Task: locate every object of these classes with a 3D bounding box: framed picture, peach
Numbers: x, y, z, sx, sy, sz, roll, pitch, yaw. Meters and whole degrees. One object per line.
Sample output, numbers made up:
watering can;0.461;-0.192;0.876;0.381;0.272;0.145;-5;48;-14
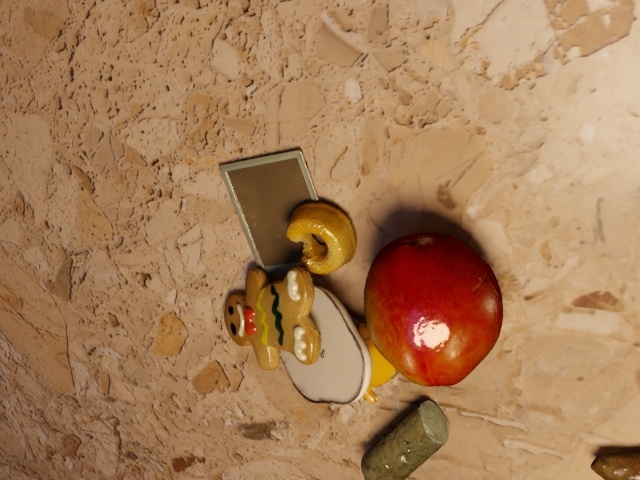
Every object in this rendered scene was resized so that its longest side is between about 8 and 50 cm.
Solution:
framed picture;-0.059;-0.038;1.031;0.142;0.011;0.183;-8;114;28
peach;0.142;0.078;0.904;0.197;0.197;0.197;11;122;19

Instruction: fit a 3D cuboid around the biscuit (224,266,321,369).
biscuit;-0.084;0.118;1.061;0.240;0.035;0.158;-14;83;52

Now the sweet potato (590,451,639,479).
sweet potato;0.502;0.298;0.936;0.273;0.075;0.075;-20;108;36

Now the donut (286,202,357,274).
donut;0.000;0.000;0.994;0.097;0.043;0.108;-17;114;32

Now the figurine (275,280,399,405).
figurine;0.035;0.141;1.057;0.250;0.141;0.166;44;127;41

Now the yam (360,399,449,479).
yam;0.135;0.327;1.115;0.078;0.078;0.179;37;124;1
